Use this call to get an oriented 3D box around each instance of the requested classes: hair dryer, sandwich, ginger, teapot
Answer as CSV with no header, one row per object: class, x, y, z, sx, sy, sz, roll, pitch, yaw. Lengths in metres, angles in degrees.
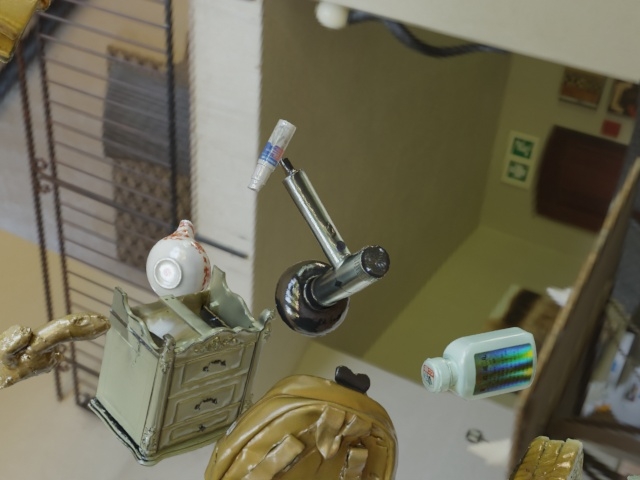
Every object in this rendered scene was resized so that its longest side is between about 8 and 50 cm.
hair dryer,0.008,0.000,1.767,0.156,0.284,0.320,-11,-20,-25
sandwich,0.368,0.480,1.532,0.249,0.095,0.273,-31,-59,-62
ginger,-0.466,0.183,1.614,0.214,0.059,0.133,-17,-43,-14
teapot,-0.335,0.081,2.192,0.116,0.159,0.245,-58,-24,-74

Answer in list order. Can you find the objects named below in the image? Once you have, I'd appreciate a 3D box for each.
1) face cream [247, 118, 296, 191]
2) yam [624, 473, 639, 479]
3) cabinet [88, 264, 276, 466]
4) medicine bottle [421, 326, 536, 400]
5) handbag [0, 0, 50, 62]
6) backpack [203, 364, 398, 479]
face cream,-0.085,-0.142,1.592,0.130,0.034,0.034,-62,-23,-4
yam,0.452,0.431,1.351,0.183,0.107,0.107,-61,-23,-2
cabinet,-0.289,0.257,1.982,0.290,0.227,0.317,-11,-53,-43
medicine bottle,0.311,0.248,1.834,0.229,0.083,0.121,-8,-73,-25
handbag,-0.416,-0.393,1.108,0.133,0.283,0.400,124,161,-45
backpack,-0.022,0.402,1.684,0.378,0.354,0.201,-54,26,26
